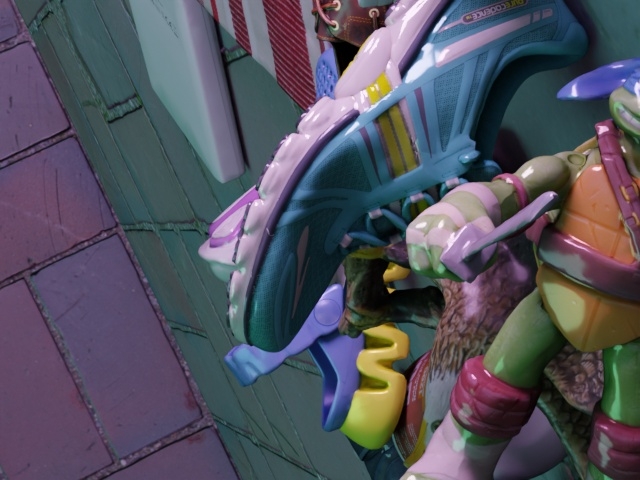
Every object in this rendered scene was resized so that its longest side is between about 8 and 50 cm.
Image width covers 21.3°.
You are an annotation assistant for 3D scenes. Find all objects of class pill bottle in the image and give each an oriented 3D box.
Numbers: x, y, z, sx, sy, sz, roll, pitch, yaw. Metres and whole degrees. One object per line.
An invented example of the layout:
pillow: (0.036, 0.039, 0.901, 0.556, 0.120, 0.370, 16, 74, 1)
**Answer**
pill bottle: (0.120, 0.134, 1.324, 0.121, 0.121, 0.216, 62, 166, 6)

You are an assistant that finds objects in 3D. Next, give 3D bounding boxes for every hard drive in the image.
hard drive: (-0.163, -0.232, 1.899, 0.203, 0.040, 0.307, 54, 164, 36)

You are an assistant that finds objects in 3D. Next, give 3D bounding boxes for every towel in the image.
towel: (-0.062, -0.255, 1.483, 0.329, 0.037, 0.237, 49, 158, 43)

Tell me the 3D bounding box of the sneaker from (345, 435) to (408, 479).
sneaker: (0.078, 0.225, 1.746, 0.163, 0.086, 0.226, 61, 169, 18)

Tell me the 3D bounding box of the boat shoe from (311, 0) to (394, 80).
boat shoe: (0.032, -0.157, 1.222, 0.073, 0.073, 0.207, 40, 152, 62)

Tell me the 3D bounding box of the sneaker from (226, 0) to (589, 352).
sneaker: (0.045, -0.044, 0.974, 0.110, 0.275, 0.107, 37, 180, 13)

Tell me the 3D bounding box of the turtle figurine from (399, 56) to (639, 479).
turtle figurine: (0.135, 0.058, 0.837, 0.274, 0.198, 0.266, -122, 40, -52)

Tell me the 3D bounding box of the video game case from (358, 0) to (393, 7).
video game case: (0.023, -0.285, 0.968, 0.285, 0.025, 0.204, 101, 159, -71)

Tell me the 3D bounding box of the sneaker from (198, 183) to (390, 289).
sneaker: (-0.004, 0.015, 1.501, 0.152, 0.114, 0.305, 55, -164, 8)

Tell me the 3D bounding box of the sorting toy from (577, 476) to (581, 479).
sorting toy: (0.225, 0.215, 1.311, 0.083, 0.012, 0.062, 58, 171, 10)

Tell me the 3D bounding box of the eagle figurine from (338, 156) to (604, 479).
eagle figurine: (0.137, 0.068, 1.096, 0.298, 0.225, 0.226, 23, -168, 25)

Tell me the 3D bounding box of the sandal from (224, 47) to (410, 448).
sandal: (0.000, 0.000, 1.327, 0.126, 0.138, 0.317, 129, 145, -77)

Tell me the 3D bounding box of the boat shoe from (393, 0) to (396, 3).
boat shoe: (0.097, -0.134, 1.080, 0.043, 0.049, 0.137, 20, -165, -38)
